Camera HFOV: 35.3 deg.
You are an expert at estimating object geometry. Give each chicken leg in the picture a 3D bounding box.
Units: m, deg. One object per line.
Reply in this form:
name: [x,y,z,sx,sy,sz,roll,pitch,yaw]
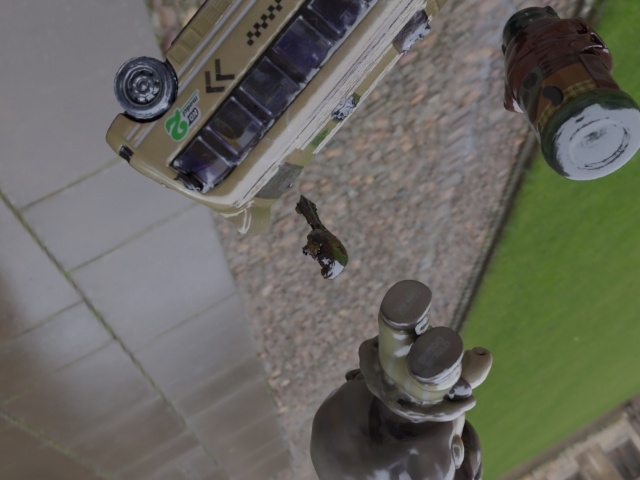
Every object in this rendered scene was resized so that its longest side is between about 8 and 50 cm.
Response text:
chicken leg: [0.000,0.000,1.699,0.051,0.106,0.253,-37,-157,7]

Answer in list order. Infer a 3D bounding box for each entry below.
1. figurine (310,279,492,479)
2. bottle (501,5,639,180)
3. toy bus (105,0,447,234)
figurine: [0.103,0.219,1.218,0.203,0.248,0.381,-40,150,-35]
bottle: [0.314,-0.203,1.322,0.156,0.271,0.143,-37,131,20]
toy bus: [-0.032,-0.148,0.826,0.289,0.157,0.139,-48,172,7]
